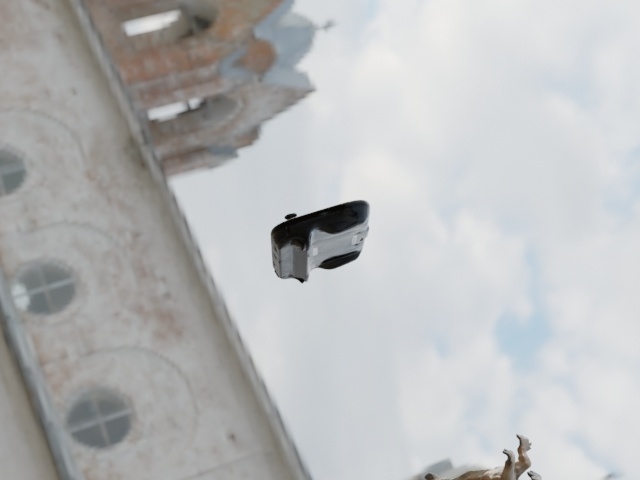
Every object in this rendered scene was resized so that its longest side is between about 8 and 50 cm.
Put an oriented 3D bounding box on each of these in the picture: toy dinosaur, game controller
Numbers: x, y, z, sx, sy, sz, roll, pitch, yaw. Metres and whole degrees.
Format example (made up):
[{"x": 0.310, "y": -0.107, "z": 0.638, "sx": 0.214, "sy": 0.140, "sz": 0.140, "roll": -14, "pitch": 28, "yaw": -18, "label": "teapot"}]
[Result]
[{"x": 0.314, "y": 0.452, "z": 2.258, "sx": 0.296, "sy": 0.127, "sz": 0.200, "roll": 40, "pitch": -71, "yaw": 43, "label": "toy dinosaur"}, {"x": 0.000, "y": 0.000, "z": 2.278, "sx": 0.067, "sy": 0.166, "sz": 0.319, "roll": 63, "pitch": -7, "yaw": 11, "label": "game controller"}]
